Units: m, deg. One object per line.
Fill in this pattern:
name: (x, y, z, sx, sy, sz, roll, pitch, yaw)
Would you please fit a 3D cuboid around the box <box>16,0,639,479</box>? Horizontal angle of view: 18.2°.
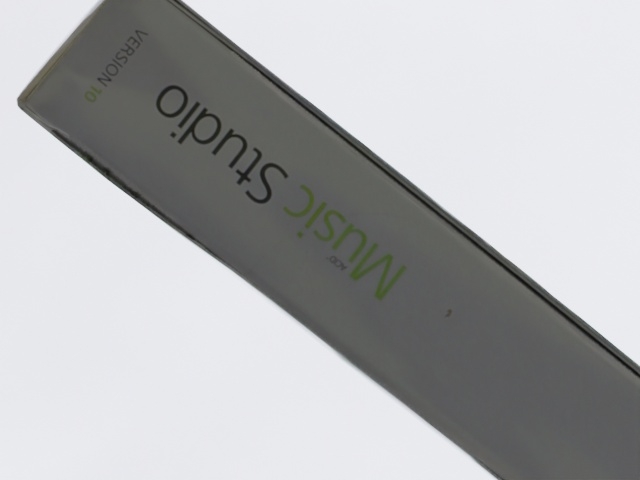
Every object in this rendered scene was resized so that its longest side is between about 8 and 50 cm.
box: (0.000, 0.000, 0.712, 0.232, 0.322, 0.058, 38, -90, -10)
